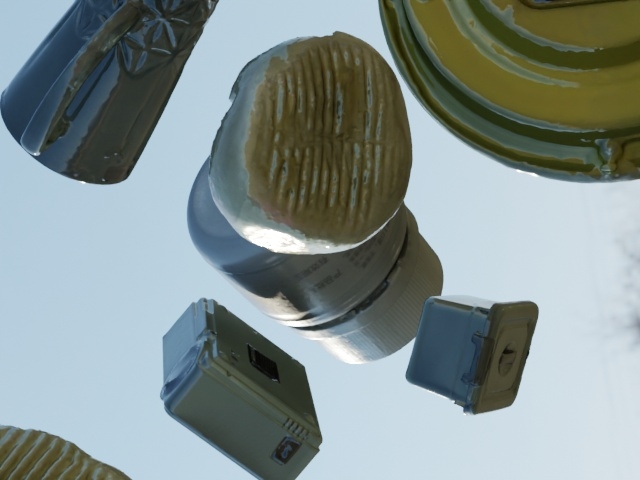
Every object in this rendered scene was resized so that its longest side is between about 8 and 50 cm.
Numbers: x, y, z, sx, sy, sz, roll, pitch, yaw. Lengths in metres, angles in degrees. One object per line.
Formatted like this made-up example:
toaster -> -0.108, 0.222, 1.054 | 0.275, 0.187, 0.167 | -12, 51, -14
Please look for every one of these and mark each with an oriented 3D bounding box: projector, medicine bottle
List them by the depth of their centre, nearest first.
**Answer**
projector -> -0.098, 0.180, 2.312 | 0.192, 0.099, 0.256 | 36, -169, -14
medicine bottle -> 0.000, 0.000, 2.438 | 0.306, 0.245, 0.245 | 46, -145, -39

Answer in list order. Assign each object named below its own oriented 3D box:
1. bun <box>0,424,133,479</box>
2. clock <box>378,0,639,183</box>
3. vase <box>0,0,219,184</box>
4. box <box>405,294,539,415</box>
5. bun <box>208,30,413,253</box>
bun -> -0.214, 0.219, 1.254 | 0.231, 0.231, 0.133 | -37, -36, -70
clock -> 0.140, -0.145, 0.959 | 0.057, 0.237, 0.237 | 59, -155, -68
vase -> -0.197, -0.193, 1.857 | 0.156, 0.301, 0.251 | 39, -148, 1
box -> 0.159, 0.114, 1.999 | 0.172, 0.093, 0.124 | 5, -79, -69
bun -> -0.015, -0.084, 1.626 | 0.178, 0.128, 0.193 | 7, -96, -26
